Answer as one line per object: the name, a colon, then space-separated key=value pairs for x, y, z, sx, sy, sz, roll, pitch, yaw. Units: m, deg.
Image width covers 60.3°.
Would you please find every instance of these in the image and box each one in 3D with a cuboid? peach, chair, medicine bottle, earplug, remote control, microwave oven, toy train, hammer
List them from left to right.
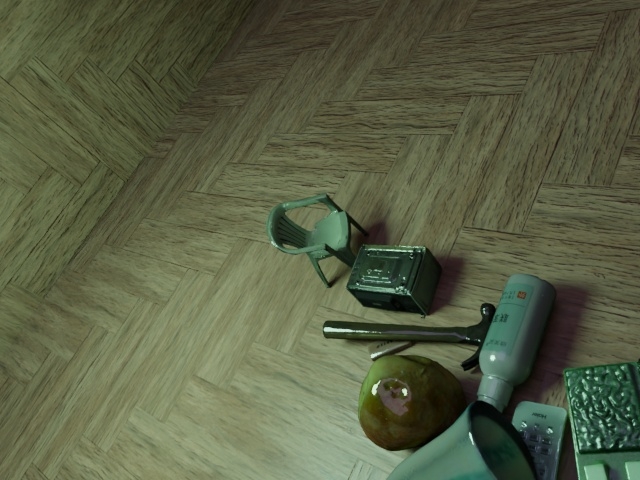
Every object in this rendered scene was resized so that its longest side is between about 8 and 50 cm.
chair: x=0.000 y=0.000 z=1.581 sx=0.190 sy=0.275 sz=0.203 roll=-19 pitch=45 yaw=24
microwave oven: x=0.192 y=0.098 z=1.464 sx=0.205 sy=0.129 sz=0.163 roll=1 pitch=56 yaw=38
hammer: x=0.208 y=0.229 z=1.374 sx=0.439 sy=0.044 sz=0.168 roll=-2 pitch=53 yaw=29
peach: x=0.202 y=0.352 z=1.191 sx=0.235 sy=0.214 sz=0.214 roll=6 pitch=55 yaw=4
earplug: x=0.235 y=0.473 z=1.087 sx=0.324 sy=0.185 sz=0.185 roll=-43 pitch=38 yaw=29
medicine bottle: x=0.407 y=0.245 z=1.196 sx=0.110 sy=0.110 sz=0.352 roll=9 pitch=63 yaw=41
remote control: x=0.406 y=0.461 z=1.065 sx=0.103 sy=0.051 sz=0.293 roll=-2 pitch=57 yaw=46
toy train: x=0.521 y=0.346 z=0.970 sx=0.159 sy=0.188 sz=0.272 roll=-14 pitch=51 yaw=29

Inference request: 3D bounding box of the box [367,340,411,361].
box: x=0.175 y=0.268 z=1.413 sx=0.115 sy=0.025 sz=0.048 roll=-26 pitch=43 yaw=17
